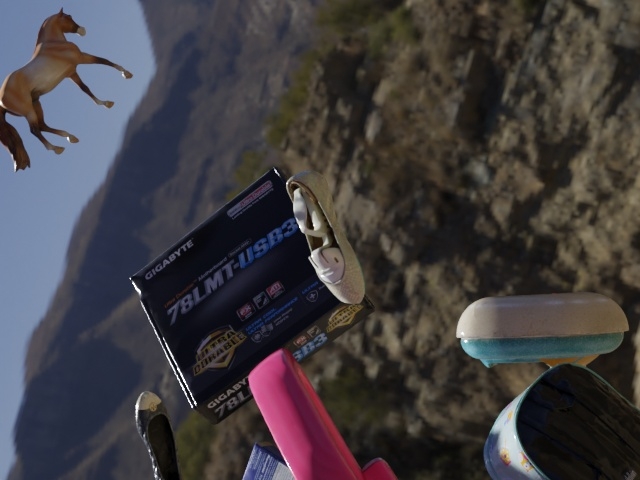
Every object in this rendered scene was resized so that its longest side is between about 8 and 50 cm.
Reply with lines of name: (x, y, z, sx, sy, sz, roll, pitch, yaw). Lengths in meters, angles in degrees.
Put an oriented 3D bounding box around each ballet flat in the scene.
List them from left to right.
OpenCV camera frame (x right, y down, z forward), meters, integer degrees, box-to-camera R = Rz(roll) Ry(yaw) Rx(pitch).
ballet flat: (-0.241, 0.314, 1.823, 0.049, 0.057, 0.173, -7, 101, 55)
ballet flat: (0.000, 0.000, 1.378, 0.057, 0.052, 0.168, -28, 79, 38)

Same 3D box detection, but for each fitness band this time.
fitness band: (0.027, 0.212, 1.050, 0.054, 0.209, 0.291, -37, 37, 0)

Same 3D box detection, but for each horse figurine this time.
horse figurine: (-0.423, -0.235, 1.846, 0.263, 0.174, 0.066, -53, -2, -20)

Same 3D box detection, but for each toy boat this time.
toy boat: (0.377, 0.160, 1.929, 0.318, 0.267, 0.148, 5, -98, -66)

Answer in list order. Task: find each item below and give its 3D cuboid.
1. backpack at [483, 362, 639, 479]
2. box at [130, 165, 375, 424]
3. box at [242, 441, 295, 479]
backpack: (0.267, 0.232, 1.237, 0.166, 0.188, 0.144, -42, -4, -34)
box: (-0.109, 0.076, 1.758, 0.293, 0.295, 0.073, 57, -176, 40)
box: (-0.034, 0.413, 1.771, 0.036, 0.225, 0.137, 11, -78, -50)
